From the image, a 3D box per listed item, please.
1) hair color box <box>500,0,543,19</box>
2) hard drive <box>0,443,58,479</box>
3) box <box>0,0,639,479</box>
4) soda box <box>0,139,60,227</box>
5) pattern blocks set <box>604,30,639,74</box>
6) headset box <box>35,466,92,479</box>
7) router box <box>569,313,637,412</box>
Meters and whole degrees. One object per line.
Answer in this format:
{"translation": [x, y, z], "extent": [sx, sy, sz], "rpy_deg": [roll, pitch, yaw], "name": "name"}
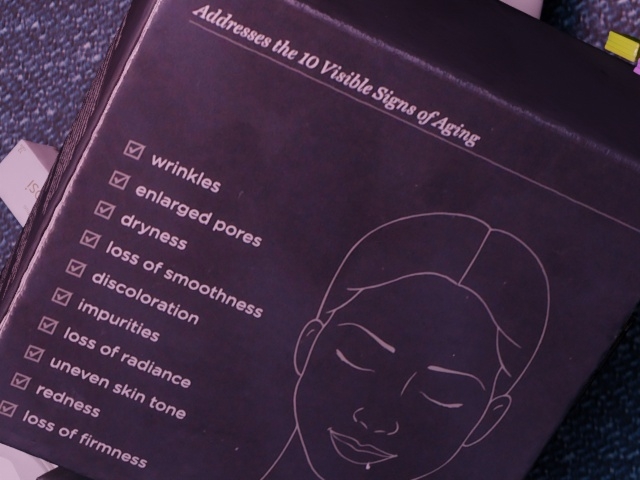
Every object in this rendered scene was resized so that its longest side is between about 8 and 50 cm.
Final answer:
{"translation": [0.115, -0.203, 1.830], "extent": [0.185, 0.113, 0.374], "rpy_deg": [12, 84, -5], "name": "hair color box"}
{"translation": [-0.340, 0.372, 2.085], "extent": [0.237, 0.064, 0.339], "rpy_deg": [-37, 70, 19], "name": "hard drive"}
{"translation": [0.000, 0.000, 1.605], "extent": [0.480, 0.297, 0.471], "rpy_deg": [25, 114, -12], "name": "box"}
{"translation": [-0.289, -0.016, 2.095], "extent": [0.069, 0.074, 0.216], "rpy_deg": [-47, 66, 15], "name": "soda box"}
{"translation": [0.387, -0.124, 1.627], "extent": [0.285, 0.325, 0.026], "rpy_deg": [29, 105, 31], "name": "pattern blocks set"}
{"translation": [-0.132, 0.312, 1.853], "extent": [0.246, 0.283, 0.131], "rpy_deg": [51, 148, 21], "name": "headset box"}
{"translation": [0.246, 0.099, 1.830], "extent": [0.092, 0.038, 0.122], "rpy_deg": [39, 102, 26], "name": "router box"}
